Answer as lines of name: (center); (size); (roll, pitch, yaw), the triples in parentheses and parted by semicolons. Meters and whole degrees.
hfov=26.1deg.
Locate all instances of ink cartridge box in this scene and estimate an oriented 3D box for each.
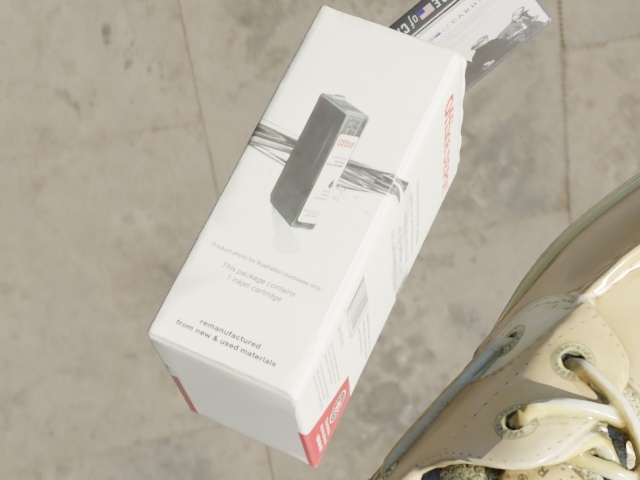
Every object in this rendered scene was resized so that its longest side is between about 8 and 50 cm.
ink cartridge box: (0.000, 0.000, 0.998); (0.114, 0.273, 0.197); (23, 161, 13)

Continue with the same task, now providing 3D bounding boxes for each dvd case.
dvd case: (0.131, -0.194, 1.358); (0.179, 0.030, 0.238); (-39, 164, 12)

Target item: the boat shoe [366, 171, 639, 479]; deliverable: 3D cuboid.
boat shoe: (0.075, 0.077, 0.428); (0.302, 0.098, 0.109); (-42, 93, 6)
